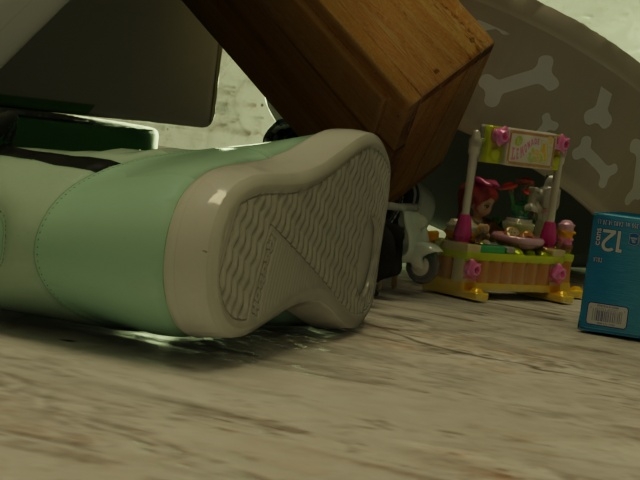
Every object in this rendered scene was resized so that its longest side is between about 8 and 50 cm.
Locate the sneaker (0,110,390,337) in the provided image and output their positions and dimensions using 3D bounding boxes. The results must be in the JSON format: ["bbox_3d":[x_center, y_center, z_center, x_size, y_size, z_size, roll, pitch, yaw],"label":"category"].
[{"bbox_3d":[-0.063,-0.011,0.746,0.151,0.094,0.256,8,4,20],"label":"sneaker"}]

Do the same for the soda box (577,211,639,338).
[{"bbox_3d":[0.252,0.030,0.896,0.210,0.067,0.071,9,4,21],"label":"soda box"}]

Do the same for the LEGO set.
[{"bbox_3d":[0.117,-0.022,1.099,0.132,0.107,0.287,9,5,25],"label":"LEGO set"}]

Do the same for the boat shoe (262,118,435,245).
[{"bbox_3d":[0.014,-0.042,1.244,0.083,0.065,0.183,33,-1,-26],"label":"boat shoe"}]

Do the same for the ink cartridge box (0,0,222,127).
[{"bbox_3d":[-0.232,-0.163,1.283,0.211,0.121,0.289,4,6,-31],"label":"ink cartridge box"}]

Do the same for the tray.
[{"bbox_3d":[-0.065,-0.216,1.077,0.076,0.411,0.203,-37,-11,-15],"label":"tray"}]

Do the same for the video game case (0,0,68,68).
[{"bbox_3d":[-0.247,-0.138,0.984,0.300,0.329,0.036,12,-34,53],"label":"video game case"}]

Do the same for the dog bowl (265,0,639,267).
[{"bbox_3d":[0.113,-0.090,1.297,0.349,0.102,0.349,25,-12,6],"label":"dog bowl"}]

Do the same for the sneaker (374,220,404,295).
[{"bbox_3d":[0.000,0.000,0.897,0.075,0.063,0.170,2,-2,20],"label":"sneaker"}]

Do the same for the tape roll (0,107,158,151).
[{"bbox_3d":[-0.286,-0.068,1.264,0.321,0.077,0.321,6,4,0],"label":"tape roll"}]
